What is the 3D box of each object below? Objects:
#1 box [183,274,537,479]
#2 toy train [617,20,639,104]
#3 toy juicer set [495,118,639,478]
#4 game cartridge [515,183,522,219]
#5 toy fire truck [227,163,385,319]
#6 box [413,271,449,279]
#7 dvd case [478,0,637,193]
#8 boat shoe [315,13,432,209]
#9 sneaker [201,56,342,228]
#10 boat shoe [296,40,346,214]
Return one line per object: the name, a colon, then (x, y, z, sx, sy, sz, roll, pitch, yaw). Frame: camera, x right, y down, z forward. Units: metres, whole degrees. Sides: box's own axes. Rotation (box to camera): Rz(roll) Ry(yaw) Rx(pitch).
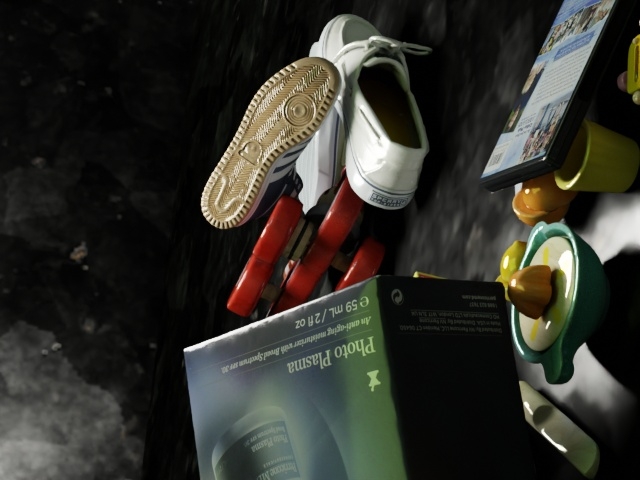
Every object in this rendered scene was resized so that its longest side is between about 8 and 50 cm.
box: (0.037, 0.211, 1.255, 0.296, 0.183, 0.294, -24, 70, 44)
toy train: (0.314, -0.164, 1.160, 0.125, 0.046, 0.166, -127, 48, -68)
toy juicer set: (0.207, 0.057, 1.284, 0.209, 0.089, 0.329, 158, 122, -71)
game cartridge: (0.233, -0.065, 1.420, 0.083, 0.017, 0.056, 126, 148, -55)
toy fire truck: (0.000, 0.000, 1.959, 0.302, 0.169, 0.254, -61, 5, 44)
box: (0.148, 0.133, 1.445, 0.232, 0.087, 0.058, -98, 28, -54)
dvd case: (0.244, -0.171, 1.303, 0.253, 0.022, 0.180, -64, 10, -10)
boat shoe: (0.082, -0.225, 1.843, 0.367, 0.136, 0.156, -97, 24, -43)
sneaker: (-0.051, -0.140, 1.886, 0.282, 0.099, 0.153, -53, -14, 16)
boat shoe: (0.025, -0.169, 2.071, 0.109, 0.094, 0.302, -118, 30, -52)
